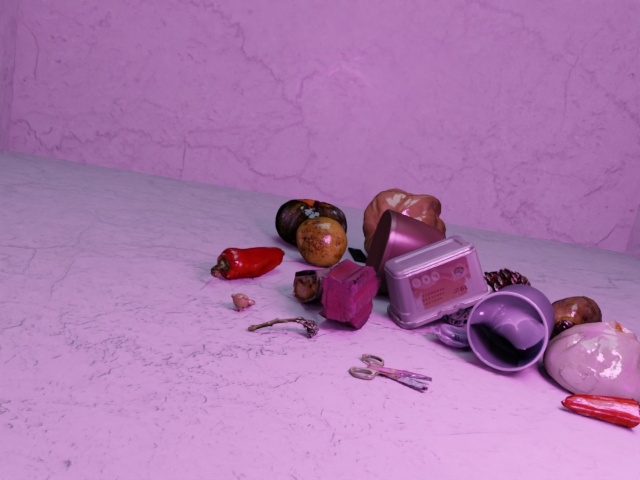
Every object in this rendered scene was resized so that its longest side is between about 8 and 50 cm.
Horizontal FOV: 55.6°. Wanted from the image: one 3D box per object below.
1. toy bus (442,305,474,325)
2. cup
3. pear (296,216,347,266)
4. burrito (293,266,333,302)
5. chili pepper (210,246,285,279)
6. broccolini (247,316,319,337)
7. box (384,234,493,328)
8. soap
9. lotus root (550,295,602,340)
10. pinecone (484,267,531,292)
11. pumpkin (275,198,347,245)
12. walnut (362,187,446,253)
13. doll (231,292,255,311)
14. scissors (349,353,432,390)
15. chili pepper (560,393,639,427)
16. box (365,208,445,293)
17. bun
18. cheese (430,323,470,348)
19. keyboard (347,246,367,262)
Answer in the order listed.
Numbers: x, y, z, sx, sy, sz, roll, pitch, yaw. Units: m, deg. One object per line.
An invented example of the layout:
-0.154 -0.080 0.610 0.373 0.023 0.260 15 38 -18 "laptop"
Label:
0.418 0.210 1.960 0.087 0.089 0.194 -3 17 -19 "toy bus"
0.543 0.230 1.690 0.205 0.206 0.312 16 9 25 "cup"
0.000 0.000 2.305 0.197 0.197 0.197 10 12 -2 "pear"
0.006 0.134 1.917 0.175 0.107 0.347 -17 -6 26 "burrito"
-0.239 0.071 2.015 0.110 0.110 0.387 19 14 33 "chili pepper"
-0.093 0.220 1.591 0.194 0.052 0.054 7 9 -14 "broccolini"
0.345 0.117 1.848 0.311 0.183 0.175 -21 21 -9 "box"
0.093 0.152 1.757 0.112 0.182 0.289 15 17 19 "soap"
0.775 0.249 1.866 0.173 0.173 0.309 19 3 35 "lotus root"
0.605 0.180 2.048 0.204 0.179 0.184 3 -25 -9 "pinecone"
-0.041 -0.073 2.614 0.320 0.192 0.320 9 11 -2 "pumpkin"
0.359 -0.043 2.558 0.383 0.384 0.383 10 12 -2 "walnut"
-0.216 0.169 1.718 0.061 0.051 0.093 6 10 12 "doll"
0.171 0.317 1.444 0.187 0.020 0.133 13 16 19 "scissors"
0.651 0.393 1.423 0.168 0.065 0.088 7 -4 9 "chili pepper"
0.295 0.053 2.122 0.216 0.301 0.301 14 12 -6 "box"
0.745 0.303 1.598 0.293 0.187 0.293 8 15 -2 "bun"
0.405 0.282 1.738 0.190 0.042 0.105 17 14 -9 "cheese"
0.161 0.061 2.595 0.061 0.013 0.204 9 12 -8 "keyboard"
